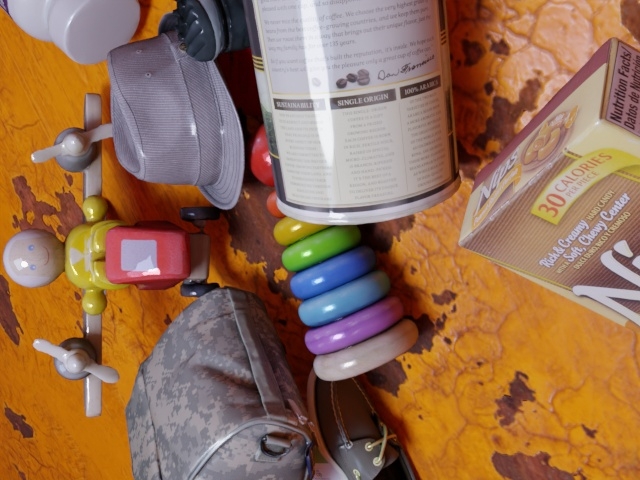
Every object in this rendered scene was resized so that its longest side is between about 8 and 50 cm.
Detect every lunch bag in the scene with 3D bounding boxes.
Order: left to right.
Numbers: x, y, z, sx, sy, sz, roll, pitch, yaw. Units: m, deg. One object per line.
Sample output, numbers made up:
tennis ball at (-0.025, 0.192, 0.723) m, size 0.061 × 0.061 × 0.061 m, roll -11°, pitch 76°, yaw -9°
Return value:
lunch bag at (-0.129, 0.241, 1.001) m, size 0.256 × 0.212 × 0.305 m, roll -66°, pitch 29°, yaw 27°

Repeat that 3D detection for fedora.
fedora at (-0.208, -0.163, 0.956) m, size 0.276 × 0.124 × 0.244 m, roll 65°, pitch 155°, yaw 23°

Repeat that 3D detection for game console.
game console at (-0.113, -0.249, 0.968) m, size 0.124 × 0.085 × 0.144 m, roll 7°, pitch 120°, yaw 5°

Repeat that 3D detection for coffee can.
coffee can at (0.031, -0.179, 0.734) m, size 0.201 × 0.201 × 0.276 m, roll 10°, pitch 118°, yaw 39°

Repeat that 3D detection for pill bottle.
pill bottle at (-0.397, -0.393, 1.039) m, size 0.301 × 0.169 × 0.169 m, roll 45°, pitch 134°, yaw 15°

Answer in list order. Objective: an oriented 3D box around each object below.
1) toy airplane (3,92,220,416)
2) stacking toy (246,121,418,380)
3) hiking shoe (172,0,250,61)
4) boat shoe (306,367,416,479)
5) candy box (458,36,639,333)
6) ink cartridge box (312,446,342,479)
toy airplane at (-0.362, 0.020, 1.138) m, size 0.386 × 0.272 × 0.384 m, roll 55°, pitch 127°, yaw 31°
stacking toy at (0.000, 0.000, 0.917) m, size 0.141 × 0.141 × 0.331 m, roll -23°, pitch 90°, yaw 46°
hiking shoe at (-0.130, -0.341, 0.878) m, size 0.113 × 0.132 × 0.304 m, roll 117°, pitch 137°, yaw -60°
boat shoe at (0.072, 0.302, 1.014) m, size 0.091 × 0.109 × 0.305 m, roll -11°, pitch 105°, yaw 40°
candy box at (0.290, 0.001, 0.554) m, size 0.316 × 0.088 × 0.183 m, roll 25°, pitch 148°, yaw -7°
ink cartridge box at (0.018, 0.343, 1.110) m, size 0.109 × 0.062 × 0.209 m, roll -17°, pitch 98°, yaw 46°
